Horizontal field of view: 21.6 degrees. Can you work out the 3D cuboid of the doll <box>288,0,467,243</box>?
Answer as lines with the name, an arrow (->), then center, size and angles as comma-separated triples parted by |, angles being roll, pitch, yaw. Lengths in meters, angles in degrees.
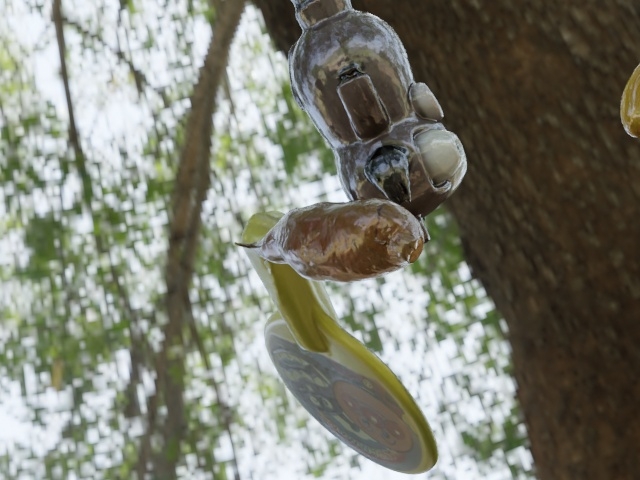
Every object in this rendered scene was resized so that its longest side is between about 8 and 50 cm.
doll -> 0.050, -0.116, 1.574 | 0.117, 0.257, 0.182 | -30, -12, 6

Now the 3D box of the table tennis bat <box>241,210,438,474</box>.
table tennis bat -> 0.008, 0.113, 1.699 | 0.054, 0.224, 0.369 | -45, -46, -23

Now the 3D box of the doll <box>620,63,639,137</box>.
doll -> 0.341, -0.023, 1.207 | 0.166, 0.162, 0.269 | -22, -40, 17

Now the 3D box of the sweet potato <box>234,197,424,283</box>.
sweet potato -> 0.000, 0.000, 1.064 | 0.056, 0.195, 0.056 | -1, -89, -33
